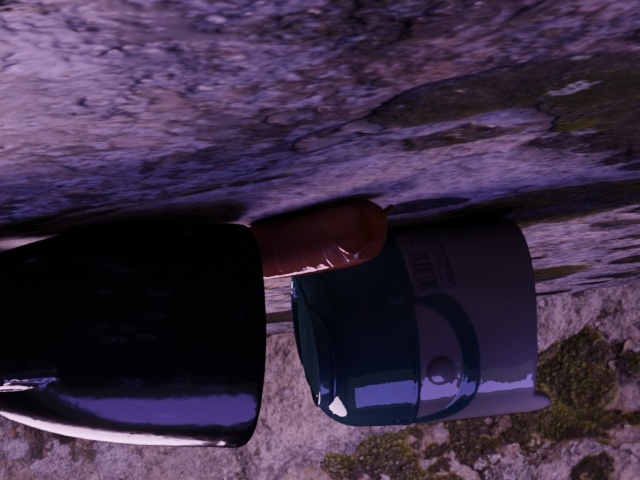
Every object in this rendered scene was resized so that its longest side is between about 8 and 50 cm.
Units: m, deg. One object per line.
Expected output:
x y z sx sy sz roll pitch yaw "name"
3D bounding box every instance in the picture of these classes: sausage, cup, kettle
0.000 0.001 1.198 0.169 0.065 0.065 -12 171 43 "sausage"
0.102 0.082 1.420 0.257 0.219 0.290 -5 -156 -8 "cup"
-0.213 0.077 1.168 0.290 0.207 0.268 0 -162 -13 "kettle"
